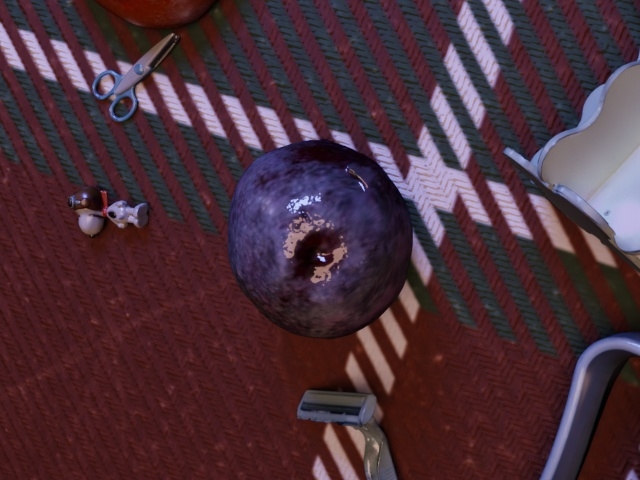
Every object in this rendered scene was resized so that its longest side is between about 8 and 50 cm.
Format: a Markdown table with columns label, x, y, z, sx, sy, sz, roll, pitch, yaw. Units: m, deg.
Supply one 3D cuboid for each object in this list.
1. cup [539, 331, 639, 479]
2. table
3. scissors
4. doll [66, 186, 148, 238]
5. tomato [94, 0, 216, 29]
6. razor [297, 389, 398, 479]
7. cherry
| label | x | y | z | sx | sy | sz | roll | pitch | yaw |
| --- | --- | --- | --- | --- | --- | --- | --- | --- | --- |
| cup | 0.358 | 0.242 | 0.682 | 0.331 | 0.257 | 0.311 | 16 | 103 | 10 |
| table | 0.286 | -0.095 | 0.709 | 0.166 | 0.166 | 0.198 | 43 | 98 | 5 |
| scissors | -0.195 | -0.181 | 0.888 | 0.119 | 0.014 | 0.058 | -40 | 88 | 20 |
| doll | -0.234 | -0.034 | 0.908 | 0.085 | 0.040 | 0.058 | -11 | 108 | 20 |
| tomato | -0.180 | -0.332 | 0.821 | 0.236 | 0.095 | 0.237 | 2 | 99 | 15 |
| razor | 0.069 | 0.282 | 0.873 | 0.111 | 0.056 | 0.278 | -10 | 105 | 53 |
| cherry | -0.001 | 0.002 | 0.777 | 0.195 | 0.195 | 0.195 | 2 | 99 | 14 |
